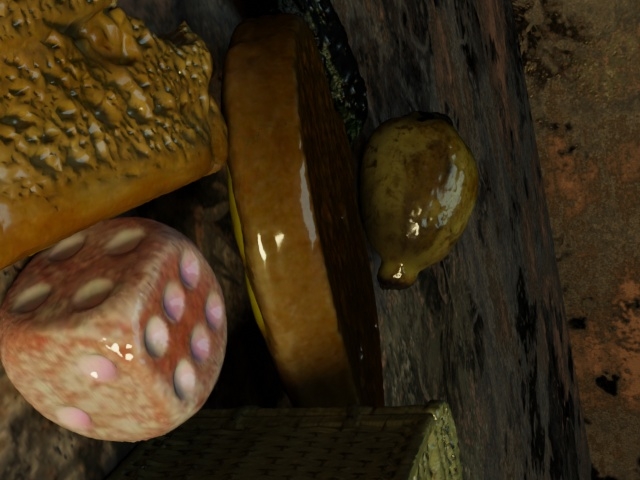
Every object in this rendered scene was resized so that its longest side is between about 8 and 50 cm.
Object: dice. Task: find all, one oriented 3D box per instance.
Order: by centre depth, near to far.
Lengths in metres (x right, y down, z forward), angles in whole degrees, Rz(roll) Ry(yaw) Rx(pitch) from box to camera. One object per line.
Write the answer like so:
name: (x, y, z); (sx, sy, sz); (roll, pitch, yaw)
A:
dice: (-0.110, 0.049, 0.460); (0.093, 0.091, 0.094); (-72, 147, -44)

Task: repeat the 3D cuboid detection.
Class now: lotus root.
lotus root: (0.109, -0.046, 0.954); (0.138, 0.138, 0.214); (33, 62, -62)

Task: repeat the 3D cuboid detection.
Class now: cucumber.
cucumber: (-0.012, -0.188, 0.787); (0.300, 0.072, 0.072); (54, 37, -52)

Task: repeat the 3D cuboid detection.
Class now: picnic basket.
picnic basket: (-0.018, 0.180, 0.514); (0.154, 0.196, 0.134); (-43, 123, -63)

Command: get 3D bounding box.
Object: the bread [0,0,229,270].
bread: (-0.164, -0.071, 0.350); (0.380, 0.109, 0.185); (-41, 117, -64)

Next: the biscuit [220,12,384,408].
biscuit: (-0.009, 0.001, 0.704); (0.350, 0.070, 0.394); (-88, 166, -56)
